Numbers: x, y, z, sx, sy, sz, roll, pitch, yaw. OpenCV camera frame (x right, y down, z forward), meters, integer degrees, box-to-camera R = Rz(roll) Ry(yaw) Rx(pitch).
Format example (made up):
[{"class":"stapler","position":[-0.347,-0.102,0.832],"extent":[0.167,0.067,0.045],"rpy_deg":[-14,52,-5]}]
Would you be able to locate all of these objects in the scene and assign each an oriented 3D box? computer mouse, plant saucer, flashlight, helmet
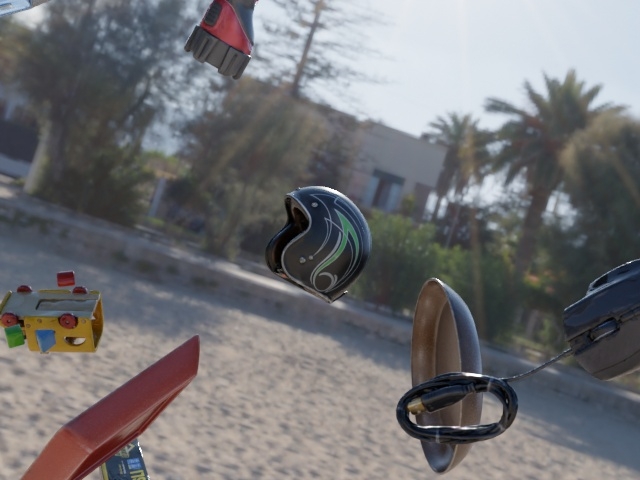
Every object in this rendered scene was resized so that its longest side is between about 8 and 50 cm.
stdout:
[{"class":"computer mouse","position":[0.161,0.076,0.611],"extent":[0.071,0.242,0.041],"rpy_deg":[65,9,23]},{"class":"plant saucer","position":[0.202,0.215,1.435],"extent":[0.050,0.310,0.310],"rpy_deg":[0,0,-7]},{"class":"plant saucer","position":[-0.291,0.262,1.245],"extent":[0.047,0.259,0.258],"rpy_deg":[48,42,7]},{"class":"flashlight","position":[-0.096,-0.402,1.390],"extent":[0.103,0.304,0.103],"rpy_deg":[31,10,-10]},{"class":"helmet","position":[0.000,0.000,1.430],"extent":[0.169,0.161,0.169],"rpy_deg":[29,-6,4]}]

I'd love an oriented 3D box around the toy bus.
[{"class":"toy bus","position":[-0.480,0.147,1.572],"extent":[0.191,0.104,0.202],"rpy_deg":[-24,38,-38]}]

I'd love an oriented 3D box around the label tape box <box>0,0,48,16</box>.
[{"class":"label tape box","position":[-0.352,-0.434,1.307],"extent":[0.348,0.115,0.249],"rpy_deg":[-23,24,-13]}]

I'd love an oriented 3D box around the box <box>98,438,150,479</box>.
[{"class":"box","position":[-0.311,0.522,1.493],"extent":[0.079,0.321,0.257],"rpy_deg":[-7,18,-16]}]
